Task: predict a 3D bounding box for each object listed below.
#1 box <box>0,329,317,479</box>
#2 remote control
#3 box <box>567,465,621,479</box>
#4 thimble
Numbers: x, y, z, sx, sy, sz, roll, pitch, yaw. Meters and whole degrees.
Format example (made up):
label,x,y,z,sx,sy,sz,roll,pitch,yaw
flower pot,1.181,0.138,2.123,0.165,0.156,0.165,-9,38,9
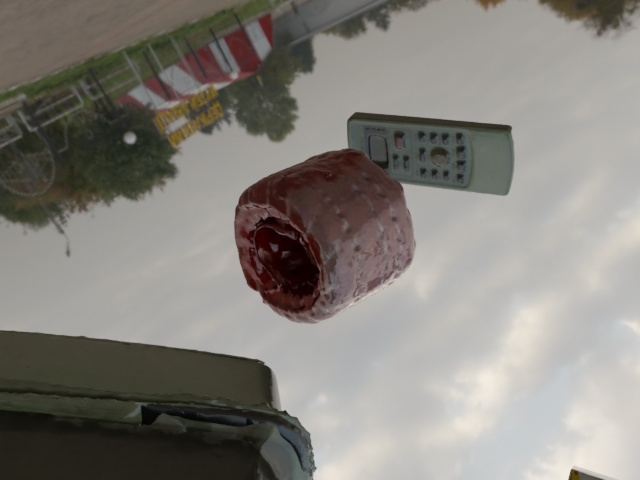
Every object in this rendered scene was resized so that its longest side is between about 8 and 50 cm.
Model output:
label,x,y,z,sx,sy,sz,roll,pitch,yaw
box,-0.155,0.166,0.334,0.291,0.220,0.166,7,-163,-8
remote control,0.178,-0.143,1.033,0.286,0.123,0.038,13,-140,28
box,0.563,0.483,1.083,0.265,0.168,0.097,11,-102,28
thimble,0.001,-0.005,0.657,0.125,0.163,0.190,-27,179,-32
